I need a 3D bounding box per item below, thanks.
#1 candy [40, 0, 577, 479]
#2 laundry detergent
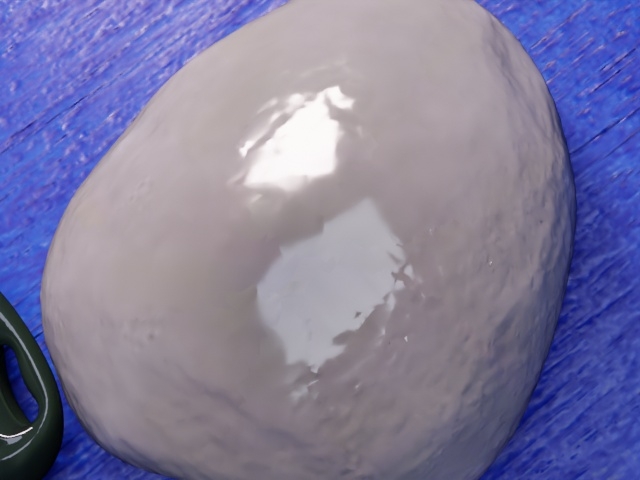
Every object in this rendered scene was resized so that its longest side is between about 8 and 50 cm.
[{"bbox_3d":[0.000,0.000,1.475,0.386,0.186,0.427,28,83,15],"label":"candy"},{"bbox_3d":[-0.259,0.136,1.526,0.144,0.078,0.222,-41,76,16],"label":"laundry detergent"}]
